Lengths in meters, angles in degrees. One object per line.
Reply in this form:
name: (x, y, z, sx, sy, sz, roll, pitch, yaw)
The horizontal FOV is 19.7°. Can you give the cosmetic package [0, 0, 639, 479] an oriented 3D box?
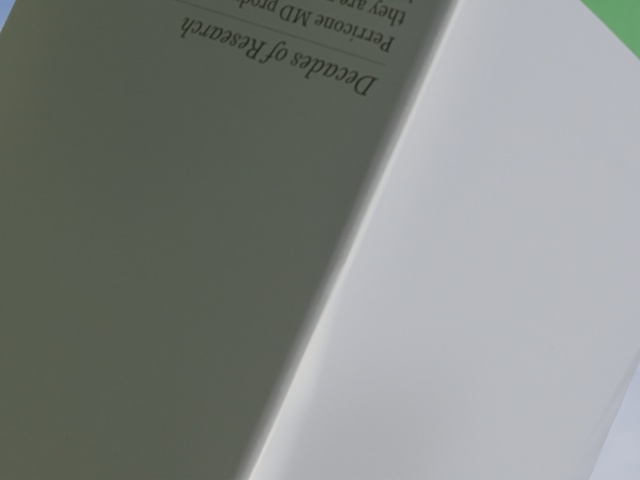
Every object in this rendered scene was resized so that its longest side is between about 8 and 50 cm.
cosmetic package: (0.000, 0.000, 0.569, 0.155, 0.197, 0.365, 20, -95, 35)
